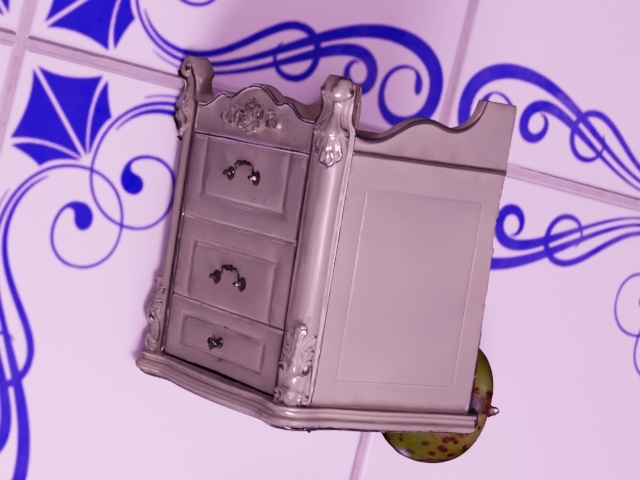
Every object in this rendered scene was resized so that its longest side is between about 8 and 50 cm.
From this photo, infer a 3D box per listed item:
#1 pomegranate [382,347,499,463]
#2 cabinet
[{"bbox_3d":[0.102,0.162,2.084,0.169,0.148,0.148,2,98,-26],"label":"pomegranate"},{"bbox_3d":[0.000,0.000,1.893,0.227,0.290,0.318,5,96,-33],"label":"cabinet"}]
